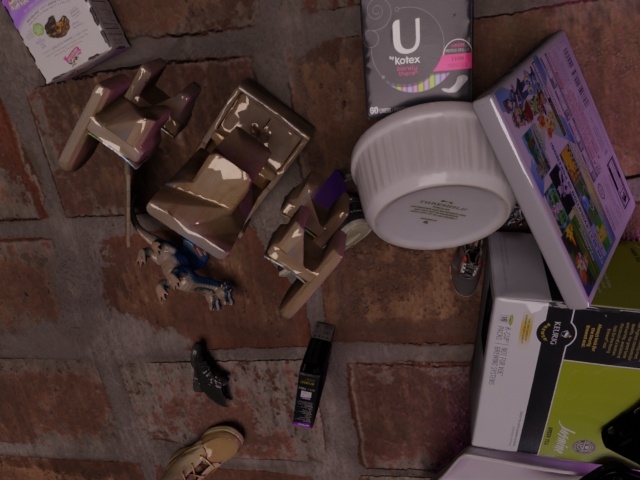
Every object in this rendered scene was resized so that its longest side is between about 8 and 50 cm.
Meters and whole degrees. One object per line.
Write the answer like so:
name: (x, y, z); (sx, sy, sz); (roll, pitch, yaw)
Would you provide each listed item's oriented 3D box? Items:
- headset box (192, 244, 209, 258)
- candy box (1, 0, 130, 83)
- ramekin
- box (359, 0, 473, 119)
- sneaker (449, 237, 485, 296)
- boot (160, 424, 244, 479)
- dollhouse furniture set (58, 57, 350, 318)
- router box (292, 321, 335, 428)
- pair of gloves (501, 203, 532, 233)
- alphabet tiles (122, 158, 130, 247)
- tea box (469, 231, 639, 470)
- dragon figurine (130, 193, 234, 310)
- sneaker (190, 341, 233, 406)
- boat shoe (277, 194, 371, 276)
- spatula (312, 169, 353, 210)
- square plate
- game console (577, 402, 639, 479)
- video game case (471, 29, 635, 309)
headset box: (-0.217, 0.002, 1.113); (0.083, 0.062, 0.032); (-21, 105, 21)
candy box: (-0.473, -0.414, 0.995); (0.164, 0.070, 0.196); (-18, 107, 19)
ramekin: (0.184, -0.086, 0.867); (0.272, 0.127, 0.273); (0, 153, 0)
box: (0.151, -0.337, 0.838); (0.165, 0.143, 0.270); (-1, 111, 13)
sneaker: (0.274, 0.040, 1.010); (0.061, 0.065, 0.158); (5, 113, 11)
boot: (-0.308, 0.566, 1.292); (0.262, 0.203, 0.095); (-33, 102, 25)
dollhouse furniture set: (-0.168, -0.077, 0.874); (0.362, 0.394, 0.256); (35, 116, -11)
router box: (-0.012, 0.272, 1.113); (0.046, 0.179, 0.133); (11, 114, 7)
pair of gloves: (0.378, -0.031, 0.987); (0.083, 0.010, 0.074); (41, 115, -5)
alphabet tiles: (-0.372, -0.112, 1.036); (0.009, 0.198, 0.237); (-2, 142, -21)
tea box: (0.438, 0.185, 0.932); (0.323, 0.220, 0.329); (6, 120, 12)
dragon figurine: (-0.296, 0.037, 1.133); (0.085, 0.144, 0.289); (-41, 79, 26)
sneaker: (-0.250, 0.311, 1.260); (0.089, 0.051, 0.170); (9, 119, 9)
boat shoe: (0.000, 0.000, 1.066); (0.233, 0.084, 0.079); (-37, 64, 31)
spatula: (0.094, -0.136, 0.988); (0.296, 0.084, 0.030); (-34, 131, 16)
square plate: (0.404, 0.479, 1.085); (0.343, 0.049, 0.347); (7, 145, 0)
game console: (0.516, 0.395, 0.885); (0.213, 0.044, 0.361); (27, 125, -5)
video game case: (0.364, -0.117, 0.807); (0.036, 0.300, 0.329); (-14, 111, 48)
